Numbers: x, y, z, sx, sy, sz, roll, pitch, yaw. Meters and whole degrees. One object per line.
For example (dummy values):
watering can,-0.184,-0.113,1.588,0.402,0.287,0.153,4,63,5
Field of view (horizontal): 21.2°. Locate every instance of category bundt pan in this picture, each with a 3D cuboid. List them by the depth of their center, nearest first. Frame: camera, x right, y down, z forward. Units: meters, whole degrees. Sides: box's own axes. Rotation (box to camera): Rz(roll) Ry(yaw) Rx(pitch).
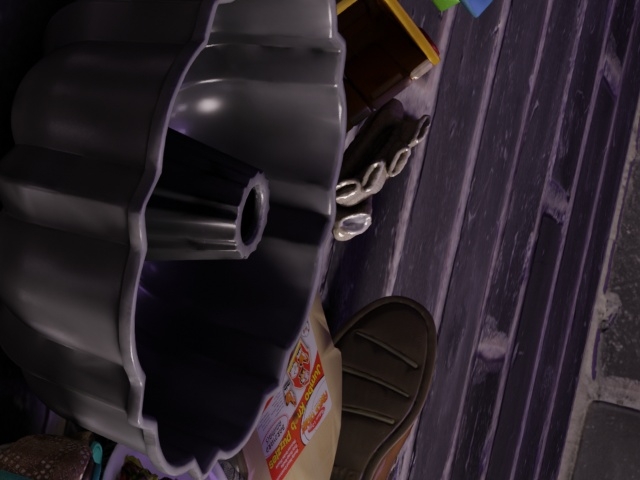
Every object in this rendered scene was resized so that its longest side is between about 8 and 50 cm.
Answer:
bundt pan,-0.096,-0.026,1.048,0.331,0.124,0.330,11,90,-72

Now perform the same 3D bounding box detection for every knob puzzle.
knob puzzle,-0.032,0.154,1.481,0.213,0.030,0.213,-7,98,-63

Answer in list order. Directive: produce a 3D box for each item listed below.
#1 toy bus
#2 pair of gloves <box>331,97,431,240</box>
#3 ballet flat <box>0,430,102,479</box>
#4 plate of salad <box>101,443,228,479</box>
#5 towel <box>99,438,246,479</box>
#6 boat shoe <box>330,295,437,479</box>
toy bus,0.012,-0.165,1.311,0.104,0.202,0.191,52,47,-23
pair of gloves,0.000,0.000,1.296,0.240,0.042,0.204,-55,-177,-2
ballet flat,-0.166,0.139,1.012,0.206,0.067,0.073,128,-20,-76
plate of salad,-0.085,0.213,1.127,0.200,0.048,0.199,41,43,-53
towel,-0.087,0.307,1.200,0.324,0.056,0.312,54,32,-40
boat shoe,0.019,0.198,1.602,0.104,0.111,0.307,94,21,-71
